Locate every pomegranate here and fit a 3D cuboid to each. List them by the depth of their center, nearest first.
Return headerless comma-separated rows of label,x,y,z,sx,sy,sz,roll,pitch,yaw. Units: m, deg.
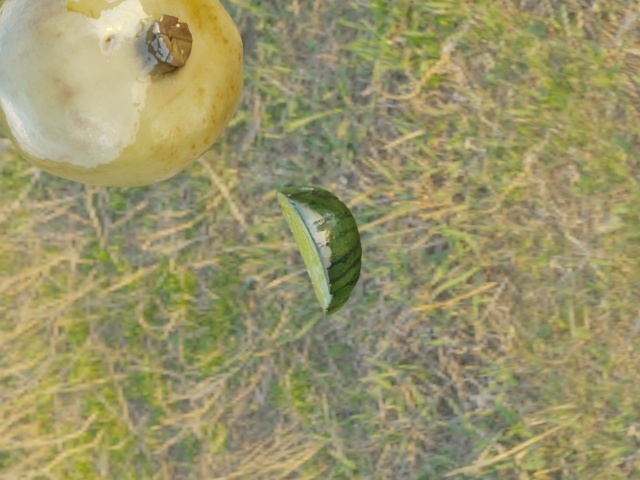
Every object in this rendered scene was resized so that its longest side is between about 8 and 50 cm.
pomegranate,-0.142,-0.126,0.792,0.196,0.196,0.196,-1,88,42

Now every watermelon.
watermelon,0.010,-0.004,1.459,0.181,0.075,0.092,66,162,13
